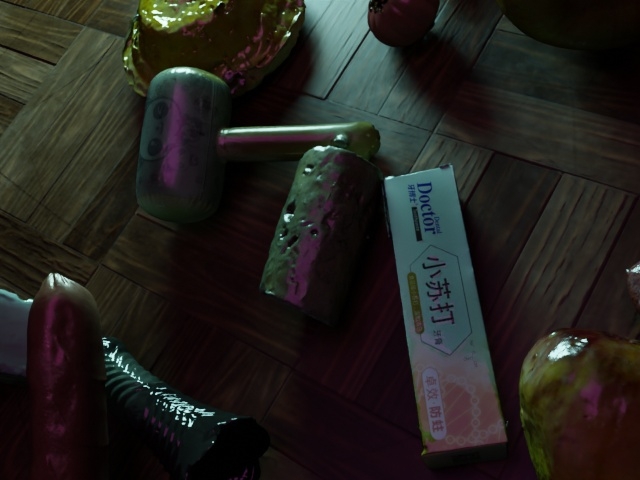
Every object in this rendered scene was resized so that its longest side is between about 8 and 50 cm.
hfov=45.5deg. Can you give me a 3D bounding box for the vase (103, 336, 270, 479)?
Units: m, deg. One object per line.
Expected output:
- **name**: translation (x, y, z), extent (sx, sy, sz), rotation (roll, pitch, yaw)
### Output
- **vase**: translation (-0.177, 0.190, 0.832), extent (0.237, 0.115, 0.115), rotation (24, 74, 36)

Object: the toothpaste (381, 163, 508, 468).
- **toothpaste**: translation (0.125, 0.070, 0.792), extent (0.089, 0.071, 0.312), rotation (-12, 59, 11)

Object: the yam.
- **yam**: translation (0.000, 0.000, 0.854), extent (0.107, 0.107, 0.194), rotation (8, 68, 26)

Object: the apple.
- **apple**: translation (0.305, -0.349, 0.831), extent (0.264, 0.264, 0.264), rotation (-10, 60, 17)

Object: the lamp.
- **lamp**: translation (0.106, -0.302, 0.983), extent (0.107, 0.092, 0.107), rotation (-39, 39, 41)

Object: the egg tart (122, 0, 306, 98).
- **egg tart**: translation (-0.167, -0.321, 1.091), extent (0.295, 0.116, 0.294), rotation (-9, 63, 17)

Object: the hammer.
- **hammer**: translation (-0.077, -0.119, 0.958), extent (0.306, 0.113, 0.201), rotation (2, 80, 10)

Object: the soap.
- **soap**: translation (-0.388, 0.121, 0.908), extent (0.230, 0.145, 0.091), rotation (-19, 54, 55)

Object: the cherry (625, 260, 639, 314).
- **cherry**: translation (0.389, 0.060, 0.681), extent (0.226, 0.090, 0.107), rotation (15, 58, 19)

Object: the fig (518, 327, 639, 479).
- **fig**: translation (0.243, 0.204, 0.644), extent (0.159, 0.159, 0.257), rotation (0, 83, 22)

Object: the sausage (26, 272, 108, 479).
- **sausage**: translation (-0.260, 0.249, 0.782), extent (0.088, 0.088, 0.433), rotation (-3, 84, 20)
